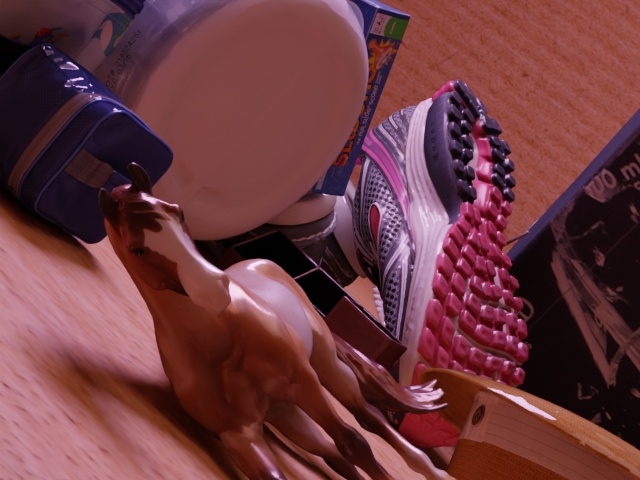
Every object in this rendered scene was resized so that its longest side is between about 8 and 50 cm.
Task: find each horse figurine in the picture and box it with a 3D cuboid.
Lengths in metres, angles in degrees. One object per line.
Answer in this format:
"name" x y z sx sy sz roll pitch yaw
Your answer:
"horse figurine" -0.012 0.059 0.653 0.174 0.066 0.263 48 6 7

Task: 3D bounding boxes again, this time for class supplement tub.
"supplement tub" -0.129 -0.157 1.046 0.316 0.193 0.193 44 4 37

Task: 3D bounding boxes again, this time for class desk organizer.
"desk organizer" -0.008 0.046 1.022 0.130 0.050 0.047 42 3 21

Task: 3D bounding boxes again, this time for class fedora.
"fedora" 0.118 0.141 0.827 0.194 0.079 0.194 29 -12 7

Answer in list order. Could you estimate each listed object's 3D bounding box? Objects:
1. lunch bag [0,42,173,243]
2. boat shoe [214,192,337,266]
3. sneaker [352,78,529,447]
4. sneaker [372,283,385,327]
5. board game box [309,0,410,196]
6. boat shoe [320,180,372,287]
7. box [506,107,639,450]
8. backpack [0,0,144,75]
"lunch bag" -0.115 -0.040 0.735 0.065 0.067 0.098 43 2 20
"boat shoe" -0.098 -0.053 1.213 0.319 0.116 0.099 35 -46 46
"sneaker" 0.079 0.024 1.133 0.121 0.112 0.299 43 37 -35
"sneaker" 0.150 0.117 1.634 0.235 0.094 0.153 42 2 14
"board game box" -0.036 -0.133 1.113 0.035 0.136 0.201 5 20 -46
"boat shoe" -0.002 -0.004 1.342 0.109 0.091 0.305 62 4 -3
"box" 0.406 0.079 1.241 0.472 0.480 0.297 42 47 5
"backpack" -0.218 -0.234 0.807 0.355 0.273 0.290 53 3 22
